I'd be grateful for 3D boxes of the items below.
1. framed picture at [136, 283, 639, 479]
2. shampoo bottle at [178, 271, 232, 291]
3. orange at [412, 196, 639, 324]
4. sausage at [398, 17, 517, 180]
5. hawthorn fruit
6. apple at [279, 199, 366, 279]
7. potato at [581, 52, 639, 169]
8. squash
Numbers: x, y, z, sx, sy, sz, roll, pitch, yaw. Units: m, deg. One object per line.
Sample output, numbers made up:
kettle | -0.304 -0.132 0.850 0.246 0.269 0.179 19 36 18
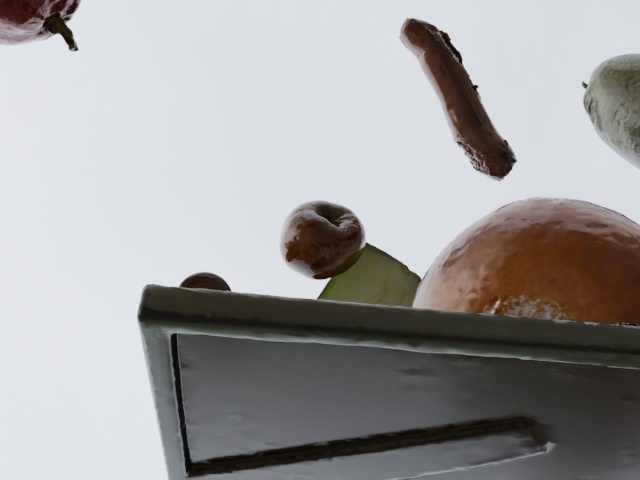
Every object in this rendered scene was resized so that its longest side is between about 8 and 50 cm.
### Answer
framed picture | 0.079 0.110 0.452 0.335 0.247 0.022 5 -127 -3
shampoo bottle | -0.187 0.117 1.223 0.086 0.244 0.085 5 -111 -14
orange | 0.176 0.079 0.607 0.170 0.224 0.223 -4 -77 -60
sausage | 0.222 -0.231 1.318 0.078 0.078 0.304 -26 -95 -20
hawthorn fruit | -0.406 -0.347 1.066 0.205 0.205 0.253 -39 -77 -15
apple | 0.002 0.002 1.198 0.126 0.126 0.102 0 -52 -26
potato | 0.464 -0.167 1.096 0.174 0.251 0.159 19 -76 -55
squash | 0.085 0.154 1.234 0.155 0.237 0.204 -29 -28 -55
